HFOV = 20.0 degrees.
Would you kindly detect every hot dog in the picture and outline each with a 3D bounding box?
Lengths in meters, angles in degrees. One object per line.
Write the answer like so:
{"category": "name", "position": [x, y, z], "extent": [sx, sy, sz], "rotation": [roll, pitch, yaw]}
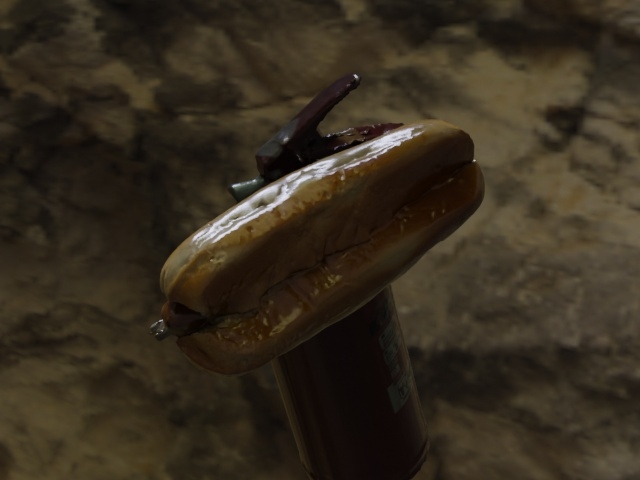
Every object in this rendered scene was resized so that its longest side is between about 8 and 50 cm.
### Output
{"category": "hot dog", "position": [0.000, 0.000, 0.594], "extent": [0.133, 0.041, 0.056], "rotation": [-30, -65, -24]}

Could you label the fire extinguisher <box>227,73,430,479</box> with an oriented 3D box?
{"category": "fire extinguisher", "position": [0.020, 0.032, 1.339], "extent": [0.147, 0.106, 0.337], "rotation": [-26, -50, -15]}
